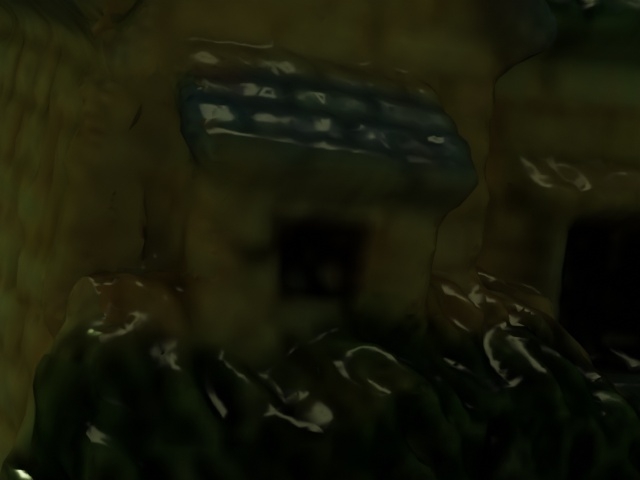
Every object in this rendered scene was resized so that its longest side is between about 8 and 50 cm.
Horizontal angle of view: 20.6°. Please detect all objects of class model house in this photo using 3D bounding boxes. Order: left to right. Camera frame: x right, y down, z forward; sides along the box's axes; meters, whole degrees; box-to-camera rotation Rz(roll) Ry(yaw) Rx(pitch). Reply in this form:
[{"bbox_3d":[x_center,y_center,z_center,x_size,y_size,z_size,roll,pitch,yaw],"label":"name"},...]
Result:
[{"bbox_3d":[0.040,-0.083,0.866,0.445,0.400,0.395,6,5,-23],"label":"model house"}]
